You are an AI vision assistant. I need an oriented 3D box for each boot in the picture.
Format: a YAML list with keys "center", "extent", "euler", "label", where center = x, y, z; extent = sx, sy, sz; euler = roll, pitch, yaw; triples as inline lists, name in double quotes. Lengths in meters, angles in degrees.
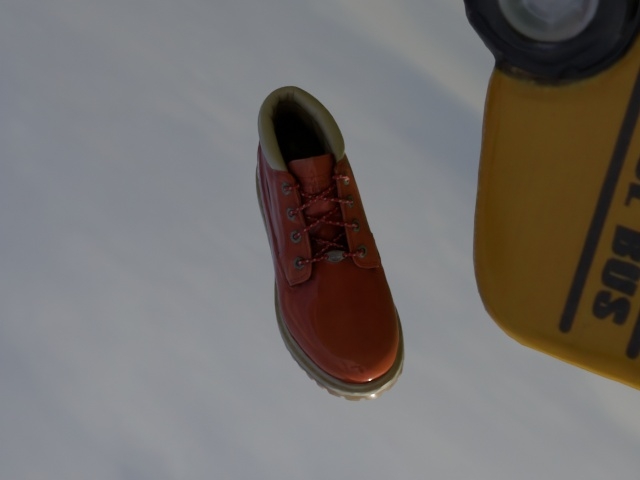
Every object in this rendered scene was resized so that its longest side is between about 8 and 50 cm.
- center: [0.000, 0.000, 0.952]
  extent: [0.084, 0.059, 0.158]
  euler: [89, 164, -61]
  label: "boot"

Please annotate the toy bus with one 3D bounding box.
- center: [0.130, -0.124, 0.516]
  extent: [0.130, 0.332, 0.108]
  euler: [21, -155, 16]
  label: "toy bus"
